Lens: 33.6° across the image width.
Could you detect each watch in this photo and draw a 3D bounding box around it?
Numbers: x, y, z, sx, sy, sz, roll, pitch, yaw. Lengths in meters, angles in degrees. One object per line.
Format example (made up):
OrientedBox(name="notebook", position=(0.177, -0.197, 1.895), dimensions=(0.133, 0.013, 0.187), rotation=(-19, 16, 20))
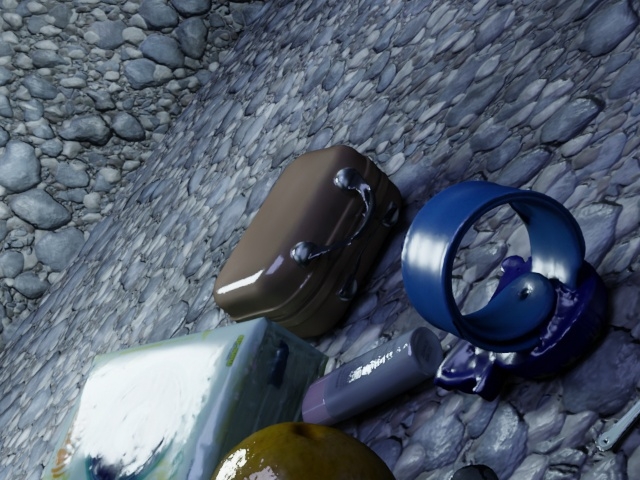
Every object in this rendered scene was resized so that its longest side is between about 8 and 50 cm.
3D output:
OrientedBox(name="watch", position=(0.177, 0.043, 1.088), dimensions=(0.196, 0.200, 0.171), rotation=(-53, 25, -16))

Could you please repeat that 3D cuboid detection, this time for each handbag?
OrientedBox(name="handbag", position=(0.000, 0.000, 1.570), dimensions=(0.283, 0.149, 0.302), rotation=(-16, 38, 58))

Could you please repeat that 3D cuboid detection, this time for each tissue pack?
OrientedBox(name="tissue pack", position=(-0.199, 0.275, 1.433), dimensions=(0.388, 0.162, 0.287), rotation=(-16, 44, 44))

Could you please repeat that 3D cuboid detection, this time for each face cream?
OrientedBox(name="face cream", position=(0.061, 0.170, 1.294), dimensions=(0.198, 0.057, 0.084), rotation=(-34, 18, 40))

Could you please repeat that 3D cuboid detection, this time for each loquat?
OrientedBox(name="loquat", position=(-0.025, 0.289, 1.082), dimensions=(0.213, 0.213, 0.213), rotation=(-41, 23, 22))

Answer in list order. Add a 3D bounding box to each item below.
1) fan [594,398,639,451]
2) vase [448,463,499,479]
OrientedBox(name="fan", position=(0.327, 0.105, 0.947), dimensions=(0.227, 0.008, 0.152), rotation=(-49, 23, 1))
OrientedBox(name="vase", position=(0.167, 0.261, 0.940), dimensions=(0.059, 0.059, 0.167), rotation=(-50, 22, 1))
